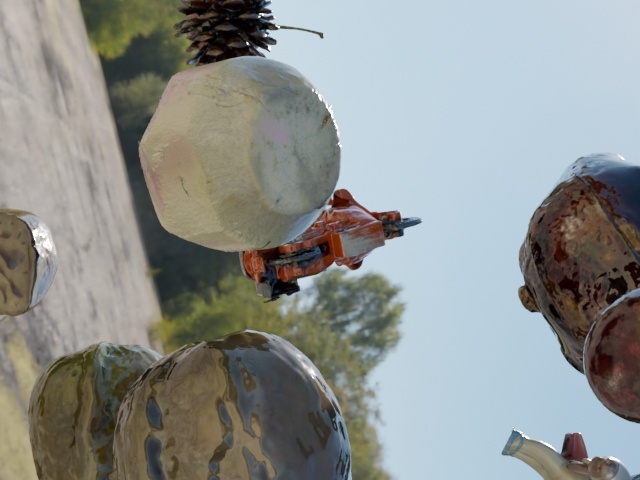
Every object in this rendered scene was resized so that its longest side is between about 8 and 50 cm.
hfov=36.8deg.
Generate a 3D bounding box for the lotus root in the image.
[{"bbox_3d":[-0.490,0.047,1.475,0.180,0.188,0.199,16,88,-81],"label":"lotus root"}]

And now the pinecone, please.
[{"bbox_3d":[-0.178,-0.380,1.808,0.208,0.207,0.208,166,-90,-81],"label":"pinecone"}]

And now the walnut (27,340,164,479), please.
[{"bbox_3d":[-0.307,0.286,1.402,0.283,0.227,0.283,176,-90,-83],"label":"walnut"}]

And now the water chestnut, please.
[{"bbox_3d":[0.456,0.014,1.379,0.335,0.347,0.335,47,21,-24],"label":"water chestnut"}]

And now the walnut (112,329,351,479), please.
[{"bbox_3d":[-0.090,0.207,0.962,0.248,0.248,0.248,166,-90,-81],"label":"walnut"}]

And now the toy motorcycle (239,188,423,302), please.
[{"bbox_3d":[0.000,0.000,1.627,0.221,0.325,0.148,-1,-78,54],"label":"toy motorcycle"}]

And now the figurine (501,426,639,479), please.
[{"bbox_3d":[0.366,0.309,1.253,0.260,0.103,0.205,27,-35,15],"label":"figurine"}]

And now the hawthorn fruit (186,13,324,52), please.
[{"bbox_3d":[-0.134,-0.445,1.968,0.165,0.285,0.165,-1,90,-86],"label":"hawthorn fruit"}]

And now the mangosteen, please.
[{"bbox_3d":[0.326,0.131,0.899,0.146,0.156,0.181,-27,-115,35],"label":"mangosteen"}]

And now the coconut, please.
[{"bbox_3d":[-0.101,-0.101,1.132,0.230,0.227,0.227,-1,-75,46],"label":"coconut"}]
